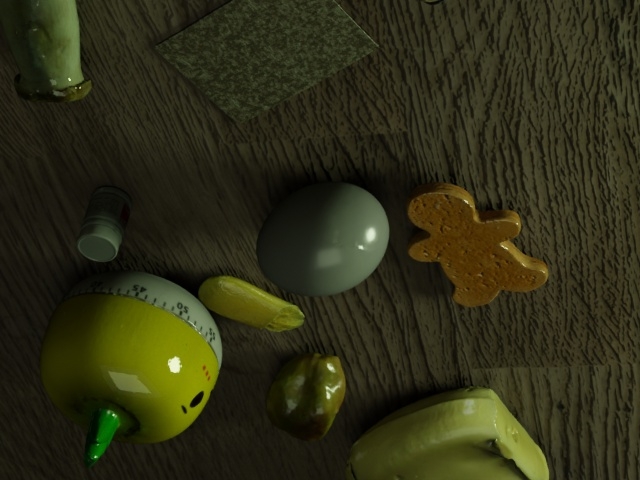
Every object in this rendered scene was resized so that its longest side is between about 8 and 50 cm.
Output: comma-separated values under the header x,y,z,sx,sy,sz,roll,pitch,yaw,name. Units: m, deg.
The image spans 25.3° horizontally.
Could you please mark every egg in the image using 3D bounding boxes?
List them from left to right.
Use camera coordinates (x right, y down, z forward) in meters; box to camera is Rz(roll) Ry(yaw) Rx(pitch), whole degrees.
x,y,z,sx,sy,sz,roll,pitch,yaw,name
0.000,0.000,1.871,0.198,0.146,0.146,-17,133,37,egg

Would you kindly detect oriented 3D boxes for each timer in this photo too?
x,y,z,sx,sy,sz,roll,pitch,yaw,name
-0.290,0.208,2.061,0.285,0.285,0.285,6,139,5,timer

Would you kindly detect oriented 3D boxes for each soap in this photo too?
x,y,z,sx,sy,sz,roll,pitch,yaw,name
-0.098,0.096,2.087,0.168,0.033,0.089,21,144,-13,soap

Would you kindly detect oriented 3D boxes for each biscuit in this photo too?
x,y,z,sx,sy,sz,roll,pitch,yaw,name
0.199,-0.002,1.913,0.165,0.036,0.250,-19,135,29,biscuit

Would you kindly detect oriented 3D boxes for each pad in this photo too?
x,y,z,sx,sy,sz,roll,pitch,yaw,name
-0.067,-0.233,1.726,0.235,0.003,0.158,-25,128,34,pad

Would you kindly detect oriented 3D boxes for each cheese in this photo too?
x,y,z,sx,sy,sz,roll,pitch,yaw,name
0.186,0.352,2.260,0.315,0.128,0.259,-24,122,25,cheese

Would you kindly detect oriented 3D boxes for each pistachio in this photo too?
x,y,z,sx,sy,sz,roll,pitch,yaw,name
-0.028,0.245,2.192,0.110,0.100,0.189,15,141,-12,pistachio

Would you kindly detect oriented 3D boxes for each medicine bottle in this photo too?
x,y,z,sx,sy,sz,roll,pitch,yaw,name
-0.295,-0.022,1.949,0.058,0.091,0.058,6,139,5,medicine bottle

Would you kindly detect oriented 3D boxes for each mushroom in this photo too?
x,y,z,sx,sy,sz,roll,pitch,yaw,name
-0.331,-0.287,1.668,0.100,0.081,0.312,3,135,4,mushroom

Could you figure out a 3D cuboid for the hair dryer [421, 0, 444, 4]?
x,y,z,sx,sy,sz,roll,pitch,yaw,name
0.152,-0.334,1.527,0.181,0.064,0.117,-24,130,26,hair dryer
